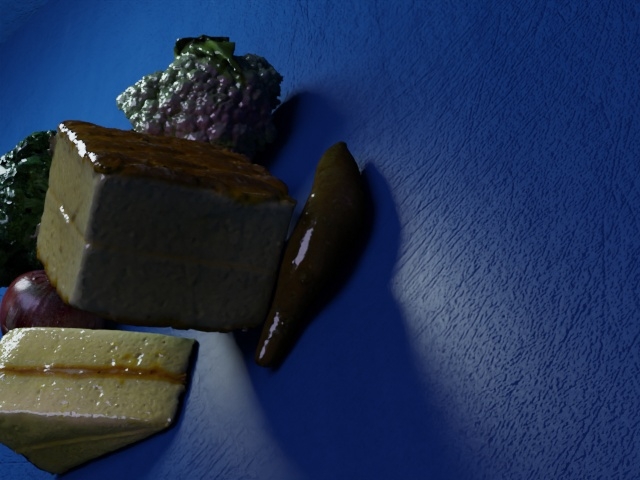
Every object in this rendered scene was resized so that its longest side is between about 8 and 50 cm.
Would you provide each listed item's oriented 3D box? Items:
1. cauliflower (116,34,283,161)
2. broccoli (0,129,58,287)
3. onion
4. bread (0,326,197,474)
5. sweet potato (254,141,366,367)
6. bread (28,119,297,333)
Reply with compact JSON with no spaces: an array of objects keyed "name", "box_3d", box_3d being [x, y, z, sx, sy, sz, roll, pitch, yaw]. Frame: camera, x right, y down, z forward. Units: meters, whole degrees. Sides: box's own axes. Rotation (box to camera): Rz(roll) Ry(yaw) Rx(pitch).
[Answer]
[{"name":"cauliflower","box_3d":[-0.176,-0.182,1.855,0.256,0.239,0.315,-48,-6,-24]},{"name":"broccoli","box_3d":[-0.433,-0.026,1.947,0.275,0.308,0.308,30,77,15]},{"name":"onion","box_3d":[-0.420,0.141,1.822,0.195,0.159,0.159,-65,29,9]},{"name":"bread","box_3d":[-0.322,0.185,1.624,0.264,0.163,0.168,-26,36,33]},{"name":"sweet potato","box_3d":[0.001,0.000,1.504,0.108,0.079,0.346,126,167,-62]},{"name":"bread","box_3d":[-0.206,-0.020,1.541,0.279,0.279,0.207,34,111,59]}]
